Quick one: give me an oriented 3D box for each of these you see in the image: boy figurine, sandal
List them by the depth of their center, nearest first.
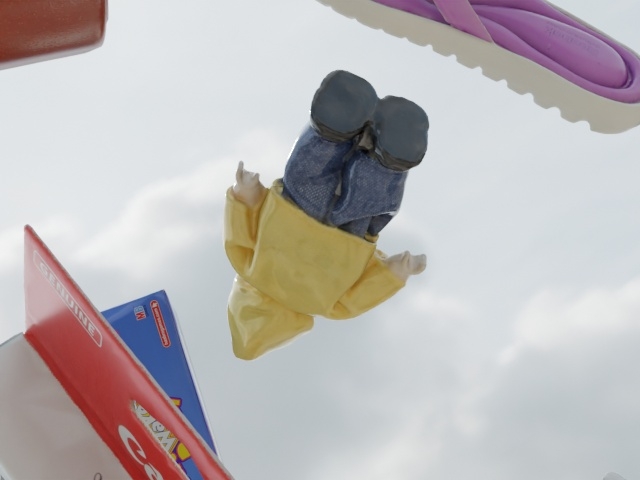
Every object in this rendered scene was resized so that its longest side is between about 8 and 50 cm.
[{"bbox_3d":[0.000,0.000,1.565,0.177,0.092,0.285,22,-48,-3],"label":"boy figurine"},{"bbox_3d":[0.134,-0.241,1.713,0.416,0.169,0.102,25,-53,-8],"label":"sandal"}]

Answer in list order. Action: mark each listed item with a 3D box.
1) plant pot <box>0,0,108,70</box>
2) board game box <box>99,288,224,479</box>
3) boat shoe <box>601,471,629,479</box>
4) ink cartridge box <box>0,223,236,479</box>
[{"bbox_3d":[-0.305,-0.227,1.405,0.265,0.272,0.272,-8,-41,-12],"label":"plant pot"},{"bbox_3d":[-0.200,0.247,1.737,0.233,0.347,0.078,-18,-20,-2],"label":"board game box"},{"bbox_3d":[0.168,0.265,1.320,0.226,0.076,0.083,-53,-20,3],"label":"boat shoe"},{"bbox_3d":[-0.102,0.171,1.026,0.066,0.296,0.261,-33,-21,-22],"label":"ink cartridge box"}]
